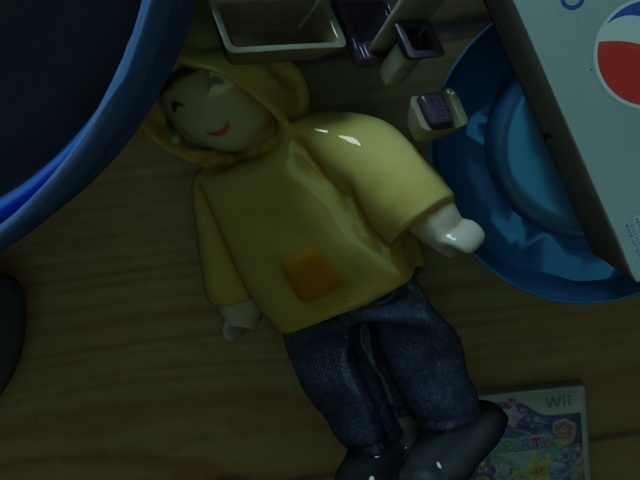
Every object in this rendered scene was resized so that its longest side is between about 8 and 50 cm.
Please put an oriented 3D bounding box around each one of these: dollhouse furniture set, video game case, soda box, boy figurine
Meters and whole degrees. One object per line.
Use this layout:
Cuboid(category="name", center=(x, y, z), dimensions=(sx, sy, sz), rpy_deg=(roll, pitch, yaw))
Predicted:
Cuboid(category="dollhouse furniture set", center=(0.017, -0.099, 0.593), dimensions=(0.114, 0.081, 0.091), rpy_deg=(-8, 65, -30))
Cuboid(category="video game case", center=(0.118, 0.147, 0.765), dimensions=(0.087, 0.011, 0.122), rpy_deg=(-6, 102, 0))
Cuboid(category="soda box", center=(0.119, -0.130, 0.586), dimensions=(0.091, 0.098, 0.286), rpy_deg=(-24, 97, 4))
Cuboid(category="boy figurine", center=(0.000, 0.000, 0.670), dimensions=(0.177, 0.092, 0.285), rpy_deg=(-15, 109, 38))

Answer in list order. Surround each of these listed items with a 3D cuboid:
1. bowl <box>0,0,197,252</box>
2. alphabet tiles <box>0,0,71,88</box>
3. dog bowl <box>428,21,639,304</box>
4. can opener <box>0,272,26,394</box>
Cuboid(category="bowl", center=(-0.229, -0.166, 0.597), dimensions=(0.391, 0.077, 0.391), rpy_deg=(2, 95, 19))
Cuboid(category="alphabet tiles", center=(-0.238, -0.127, 0.653), dimensions=(0.198, 0.009, 0.237), rpy_deg=(47, 107, 11))
Cuboid(category="dog bowl", center=(0.190, -0.097, 0.682), dimensions=(0.297, 0.074, 0.166), rpy_deg=(-39, 100, 7))
Cuboid(category="can opener", center=(-0.189, -0.028, 0.703), dimensions=(0.095, 0.076, 0.283), rpy_deg=(14, 103, -37))
